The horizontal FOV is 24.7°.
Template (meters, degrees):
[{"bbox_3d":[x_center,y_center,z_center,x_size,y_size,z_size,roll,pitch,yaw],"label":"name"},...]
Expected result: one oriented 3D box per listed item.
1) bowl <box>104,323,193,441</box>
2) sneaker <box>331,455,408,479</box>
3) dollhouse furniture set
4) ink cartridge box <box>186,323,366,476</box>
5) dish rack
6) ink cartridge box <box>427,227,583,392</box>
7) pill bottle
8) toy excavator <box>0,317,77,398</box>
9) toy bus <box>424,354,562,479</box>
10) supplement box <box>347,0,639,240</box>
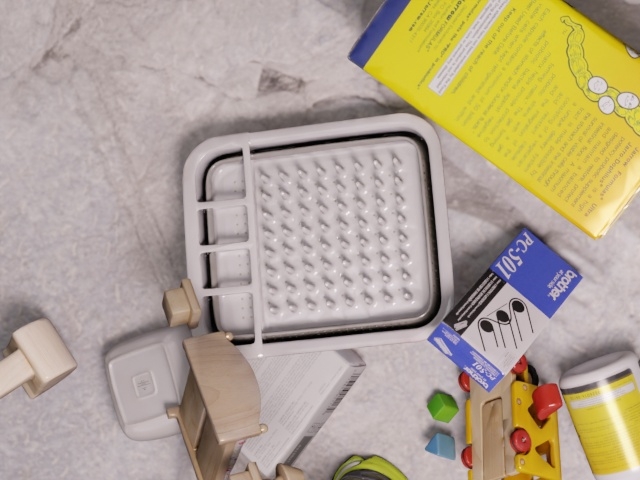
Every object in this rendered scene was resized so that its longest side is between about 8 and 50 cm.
[{"bbox_3d":[-0.216,0.186,1.900,0.142,0.053,0.142,-19,81,21],"label":"bowl"},{"bbox_3d":[0.128,0.391,1.821,0.300,0.121,0.111,34,103,8],"label":"sneaker"},{"bbox_3d":[-0.075,0.258,1.795,0.174,0.303,0.355,-12,62,-20],"label":"dollhouse furniture set"},{"bbox_3d":[-0.081,0.161,1.897,0.232,0.066,0.189,42,104,28],"label":"ink cartridge box"},{"bbox_3d":[0.000,0.000,1.816,0.333,0.072,0.285,-7,79,14],"label":"dish rack"},{"bbox_3d":[0.221,0.080,1.732,0.097,0.207,0.046,41,139,7],"label":"ink cartridge box"},{"bbox_3d":[0.364,0.233,1.759,0.103,0.103,0.184,-21,90,15],"label":"pill bottle"},{"bbox_3d":[-0.570,0.294,1.909,0.445,0.433,0.222,-35,86,42],"label":"toy excavator"},{"bbox_3d":[0.238,0.212,1.785,0.104,0.191,0.202,19,104,-33],"label":"toy bus"},{"bbox_3d":[0.243,-0.187,1.699,0.356,0.194,0.195,37,103,7],"label":"supplement box"}]
